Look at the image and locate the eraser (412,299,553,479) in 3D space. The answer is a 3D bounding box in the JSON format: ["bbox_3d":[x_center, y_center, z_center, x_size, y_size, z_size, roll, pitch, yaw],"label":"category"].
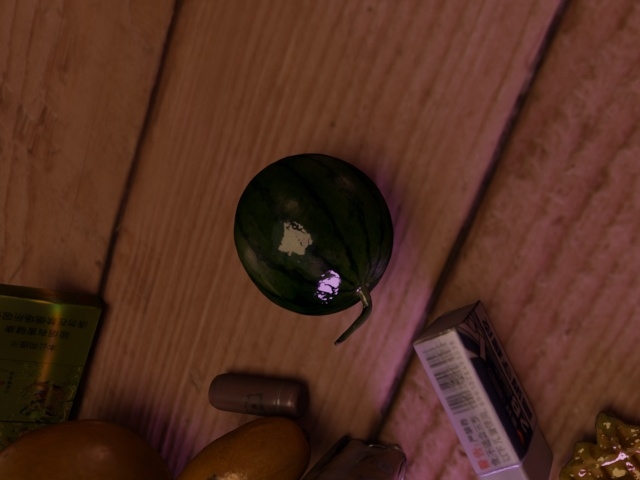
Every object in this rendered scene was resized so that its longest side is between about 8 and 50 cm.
[{"bbox_3d":[0.190,0.185,0.750,0.068,0.124,0.210,-27,87,25],"label":"eraser"}]

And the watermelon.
[{"bbox_3d":[0.000,0.000,0.770,0.214,0.188,0.188,45,114,27],"label":"watermelon"}]

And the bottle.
[{"bbox_3d":[-0.088,0.219,0.924,0.140,0.053,0.053,1,99,24],"label":"bottle"}]

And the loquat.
[{"bbox_3d":[-0.371,0.414,0.963,0.359,0.328,0.329,36,117,54],"label":"loquat"}]

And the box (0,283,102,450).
[{"bbox_3d":[-0.475,0.218,1.050,0.311,0.172,0.043,-67,31,18],"label":"box"}]

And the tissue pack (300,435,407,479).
[{"bbox_3d":[0.002,0.380,0.797,0.122,0.256,0.215,14,104,25],"label":"tissue pack"}]

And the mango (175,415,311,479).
[{"bbox_3d":[-0.127,0.325,0.868,0.262,0.157,0.109,-34,72,3],"label":"mango"}]

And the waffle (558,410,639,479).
[{"bbox_3d":[0.380,0.311,0.719,0.237,0.058,0.244,19,105,20],"label":"waffle"}]
